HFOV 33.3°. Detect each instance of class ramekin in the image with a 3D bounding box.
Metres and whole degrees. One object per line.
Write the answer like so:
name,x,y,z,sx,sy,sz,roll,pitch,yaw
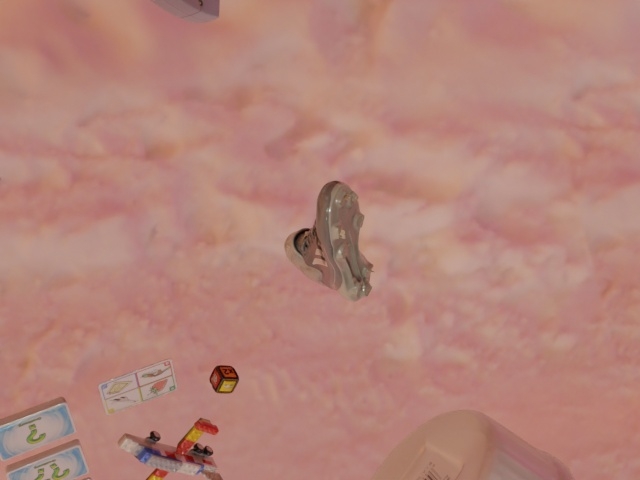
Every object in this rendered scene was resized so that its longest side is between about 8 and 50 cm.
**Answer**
ramekin,0.159,0.336,1.282,0.135,0.277,0.277,41,58,-15

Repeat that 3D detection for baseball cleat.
baseball cleat,0.000,0.000,1.214,0.109,0.206,0.072,19,57,24

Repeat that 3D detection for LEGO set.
LEGO set,-0.190,0.212,1.078,0.244,0.182,0.060,-19,45,-17

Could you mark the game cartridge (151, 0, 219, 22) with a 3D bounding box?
game cartridge,-0.275,-0.508,1.856,0.062,0.297,0.198,-6,69,29
